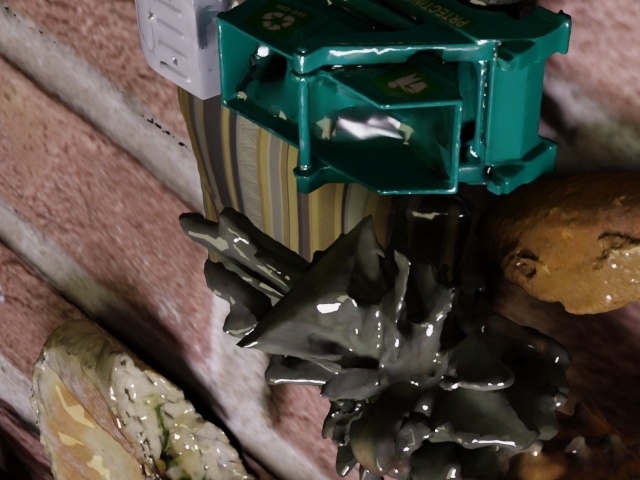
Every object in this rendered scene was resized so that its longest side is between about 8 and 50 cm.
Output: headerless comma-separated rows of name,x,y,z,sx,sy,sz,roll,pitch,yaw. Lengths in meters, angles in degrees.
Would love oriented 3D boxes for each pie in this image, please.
pie,-0.103,0.204,1.149,0.337,0.075,0.337,35,146,29

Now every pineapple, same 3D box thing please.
pineapple,0.071,0.098,0.721,0.340,0.169,0.169,52,148,-12

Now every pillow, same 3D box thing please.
pillow,0.000,0.000,0.850,0.212,0.052,0.208,35,148,30

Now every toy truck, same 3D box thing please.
toy truck,0.002,-0.092,0.716,0.216,0.116,0.110,32,141,32

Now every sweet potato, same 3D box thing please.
sweet potato,0.132,-0.001,0.678,0.060,0.068,0.206,27,161,-25

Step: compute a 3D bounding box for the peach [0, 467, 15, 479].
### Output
peach,-0.369,0.343,1.381,0.335,0.310,0.406,47,164,32
